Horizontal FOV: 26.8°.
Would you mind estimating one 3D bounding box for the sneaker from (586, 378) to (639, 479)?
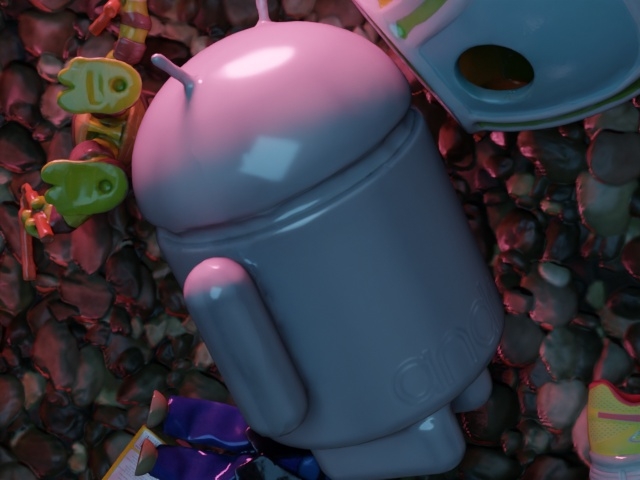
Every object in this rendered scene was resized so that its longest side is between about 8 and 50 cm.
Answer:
[{"bbox_3d":[0.289,0.117,0.973,0.208,0.081,0.094,-14,82,9],"label":"sneaker"}]

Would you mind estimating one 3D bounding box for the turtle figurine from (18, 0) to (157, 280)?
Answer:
[{"bbox_3d":[-0.168,-0.073,1.017,0.087,0.217,0.270,23,96,-11],"label":"turtle figurine"}]

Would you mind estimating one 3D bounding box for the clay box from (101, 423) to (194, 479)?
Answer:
[{"bbox_3d":[-0.150,0.268,1.055,0.127,0.053,0.222,38,94,10],"label":"clay box"}]

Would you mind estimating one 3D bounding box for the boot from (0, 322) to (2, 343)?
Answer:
[{"bbox_3d":[-0.386,0.162,1.089,0.220,0.109,0.283,14,82,7],"label":"boot"}]

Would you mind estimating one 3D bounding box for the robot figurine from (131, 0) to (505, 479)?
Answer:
[{"bbox_3d":[0.000,0.000,0.929,0.199,0.300,0.353,-14,115,28],"label":"robot figurine"}]

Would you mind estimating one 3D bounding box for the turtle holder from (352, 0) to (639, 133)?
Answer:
[{"bbox_3d":[0.130,-0.210,0.905,0.227,0.320,0.243,-40,59,7],"label":"turtle holder"}]

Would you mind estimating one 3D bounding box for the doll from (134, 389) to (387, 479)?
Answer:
[{"bbox_3d":[-0.042,0.172,1.014,0.189,0.046,0.129,13,67,-5],"label":"doll"}]
